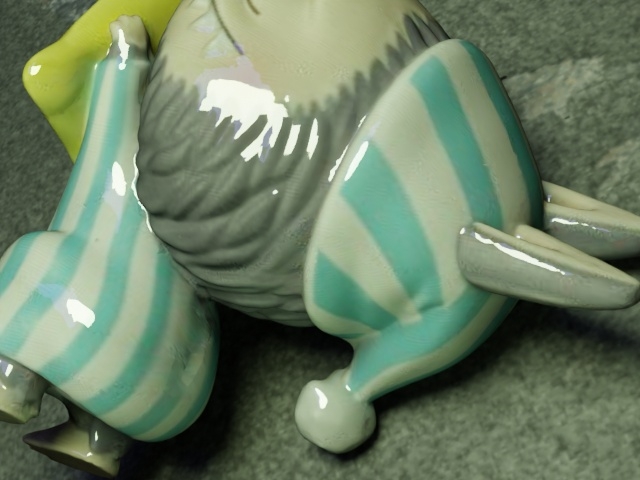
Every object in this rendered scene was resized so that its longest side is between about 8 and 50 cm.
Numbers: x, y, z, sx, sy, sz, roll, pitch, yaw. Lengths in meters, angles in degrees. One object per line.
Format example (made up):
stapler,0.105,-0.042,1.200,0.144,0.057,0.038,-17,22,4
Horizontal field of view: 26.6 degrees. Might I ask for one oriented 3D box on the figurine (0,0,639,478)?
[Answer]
figurine,0.000,0.000,0.817,0.377,0.266,0.361,13,71,39
